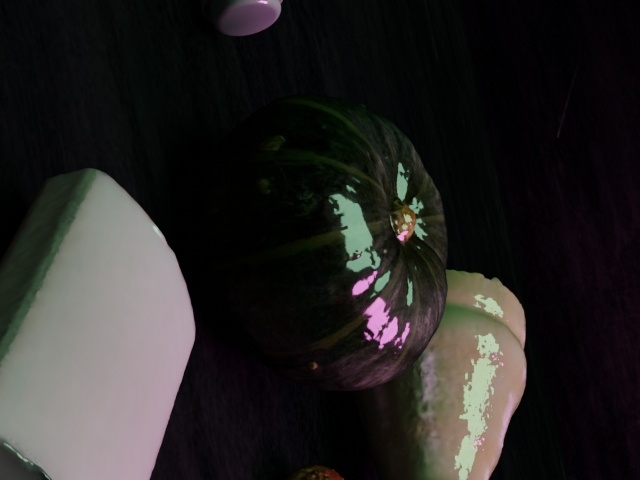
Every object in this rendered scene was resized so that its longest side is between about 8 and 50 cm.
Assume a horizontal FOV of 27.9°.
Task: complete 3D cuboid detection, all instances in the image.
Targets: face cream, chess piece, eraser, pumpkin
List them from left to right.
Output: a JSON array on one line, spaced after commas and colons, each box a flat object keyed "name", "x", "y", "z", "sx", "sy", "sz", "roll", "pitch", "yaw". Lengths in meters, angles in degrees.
[{"name": "eraser", "x": -0.167, "y": 0.093, "z": 0.864, "sx": 0.270, "sy": 0.095, "sz": 0.174, "roll": -76, "pitch": 149, "yaw": -53}, {"name": "face cream", "x": -0.087, "y": -0.274, "z": 1.373, "sx": 0.091, "sy": 0.091, "sz": 0.095, "roll": 33, "pitch": 39, "yaw": -65}, {"name": "pumpkin", "x": 0.000, "y": 0.000, "z": 1.273, "sx": 0.300, "sy": 0.207, "sz": 0.300, "roll": 24, "pitch": 61, "yaw": -54}, {"name": "chess piece", "x": 0.128, "y": 0.269, "z": 1.461, "sx": 0.234, "sy": 0.234, "sz": 0.442, "roll": 58, "pitch": 29, "yaw": -45}]

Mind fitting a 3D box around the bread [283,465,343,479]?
[{"name": "bread", "x": 0.000, "y": 0.313, "z": 1.276, "sx": 0.193, "sy": 0.064, "sz": 0.193, "roll": -9, "pitch": 90, "yaw": -72}]
